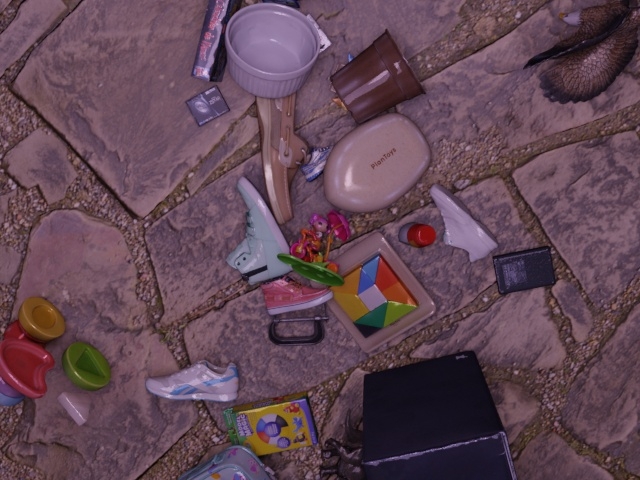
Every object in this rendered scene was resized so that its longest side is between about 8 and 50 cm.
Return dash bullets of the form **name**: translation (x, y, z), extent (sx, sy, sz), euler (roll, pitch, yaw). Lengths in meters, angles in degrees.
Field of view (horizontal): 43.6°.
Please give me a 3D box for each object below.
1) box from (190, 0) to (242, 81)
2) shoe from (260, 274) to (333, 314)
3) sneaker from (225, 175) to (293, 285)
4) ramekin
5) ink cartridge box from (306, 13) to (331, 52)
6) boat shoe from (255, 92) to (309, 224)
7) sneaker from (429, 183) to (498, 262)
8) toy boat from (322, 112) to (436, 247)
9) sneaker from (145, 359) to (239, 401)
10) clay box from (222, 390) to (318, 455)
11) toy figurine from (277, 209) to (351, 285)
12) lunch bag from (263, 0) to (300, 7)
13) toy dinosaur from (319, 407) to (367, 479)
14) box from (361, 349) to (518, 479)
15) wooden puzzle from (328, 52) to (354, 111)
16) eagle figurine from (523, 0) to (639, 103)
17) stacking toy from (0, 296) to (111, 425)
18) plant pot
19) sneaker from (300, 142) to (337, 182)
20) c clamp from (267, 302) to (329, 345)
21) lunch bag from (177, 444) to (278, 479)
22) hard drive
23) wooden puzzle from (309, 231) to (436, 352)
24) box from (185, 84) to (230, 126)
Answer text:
- **box**: translation (-0.223, -0.467, 1.761), extent (0.044, 0.159, 0.233), euler (16, 101, 1)
- **shoe**: translation (-0.060, 0.120, 1.902), extent (0.178, 0.063, 0.081), euler (-15, 100, 26)
- **sneaker**: translation (-0.171, -0.015, 1.877), extent (0.151, 0.094, 0.255), euler (-26, 101, 1)
- **ramekin**: translation (-0.110, -0.407, 1.753), extent (0.207, 0.109, 0.207), euler (5, 59, -9)
- **ink cartridge box**: translation (-0.017, -0.466, 1.818), extent (0.048, 0.028, 0.083), euler (-37, 97, 9)
- **boat shoe**: translation (-0.080, -0.207, 1.812), extent (0.110, 0.121, 0.340), euler (-6, 92, -2)
- **sneaker**: translation (0.314, -0.035, 1.868), extent (0.094, 0.080, 0.212), euler (-41, 98, 20)
- **toy boat**: translation (0.153, -0.115, 1.825), extent (0.268, 0.148, 0.318), euler (-33, 95, -8)
- **sneaker**: translation (-0.315, 0.341, 1.969), extent (0.229, 0.087, 0.092), euler (2, 94, -5)
- **clay box**: translation (-0.127, 0.463, 1.993), extent (0.222, 0.053, 0.127), euler (-14, 102, 5)
- **toy figurine**: translation (0.000, 0.000, 1.855), extent (0.173, 0.130, 0.159), euler (27, 72, -23)
- **lunch bag**: translation (-0.065, -0.564, 1.751), extent (0.151, 0.129, 0.096), euler (-22, 96, 6)
- **toy dinosaur**: translation (0.084, 0.551, 1.987), extent (0.161, 0.121, 0.313), euler (0, 97, -9)
- **box**: translation (0.287, 0.562, 1.776), extent (0.298, 0.480, 0.471), euler (-13, 100, 6)
- **wooden puzzle**: translation (0.062, -0.364, 1.843), extent (0.079, 0.014, 0.116), euler (28, 101, -7)
- **eagle figurine**: translation (0.589, -0.443, 1.721), extent (0.226, 0.225, 0.298), euler (28, 90, -13)
- **stacking toy**: translation (-0.658, 0.313, 1.884), extent (0.130, 0.309, 0.279), euler (-40, 107, 17)
- **plant pot**: translation (0.120, -0.351, 1.766), extent (0.165, 0.167, 0.167), euler (-32, 98, 10)
- **sneaker**: translation (0.006, -0.198, 1.860), extent (0.135, 0.052, 0.058), euler (-42, 90, 8)
- **c clamp**: translation (-0.053, 0.204, 1.936), extent (0.161, 0.022, 0.137), euler (-8, 128, 6)
- **lunch bag**: translation (-0.232, 0.637, 1.983), extent (0.279, 0.108, 0.224), euler (-34, 97, 22)
- **hard drive**: translation (0.485, 0.071, 1.903), extent (0.135, 0.022, 0.094), euler (-11, 100, 5)
- **wooden puzzle**: translation (0.122, 0.129, 1.902), extent (0.221, 0.044, 0.238), euler (-34, 97, 20)
- **box**: translation (-0.263, -0.313, 1.865), extent (0.083, 0.018, 0.067), euler (-26, 99, 8)
